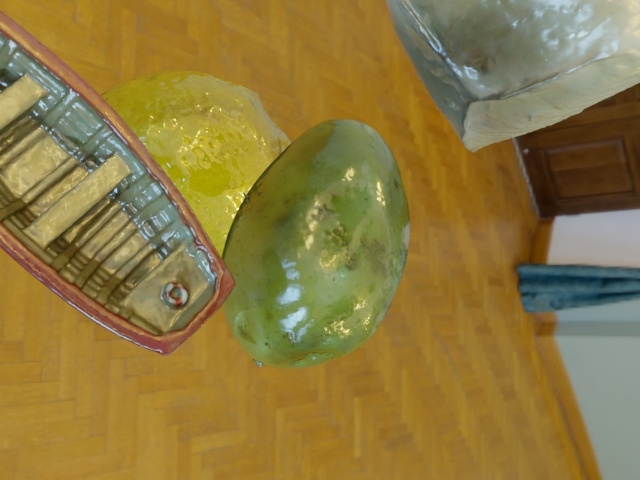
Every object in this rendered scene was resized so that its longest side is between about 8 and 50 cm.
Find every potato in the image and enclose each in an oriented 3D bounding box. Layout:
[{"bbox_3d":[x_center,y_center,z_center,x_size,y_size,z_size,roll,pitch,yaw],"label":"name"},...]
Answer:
[{"bbox_3d":[0.002,0.002,0.763,0.215,0.216,0.304,57,46,-33],"label":"potato"}]

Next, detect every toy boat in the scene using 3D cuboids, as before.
[{"bbox_3d":[-0.229,-0.073,0.511,0.392,0.079,0.136,48,64,-12],"label":"toy boat"}]

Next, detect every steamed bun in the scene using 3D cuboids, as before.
[{"bbox_3d":[0.140,-0.152,0.491,0.110,0.213,0.231,-53,124,-23],"label":"steamed bun"}]

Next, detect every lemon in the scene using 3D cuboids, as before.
[{"bbox_3d":[-0.219,-0.108,1.105,0.388,0.350,0.349,-12,96,-25],"label":"lemon"}]
